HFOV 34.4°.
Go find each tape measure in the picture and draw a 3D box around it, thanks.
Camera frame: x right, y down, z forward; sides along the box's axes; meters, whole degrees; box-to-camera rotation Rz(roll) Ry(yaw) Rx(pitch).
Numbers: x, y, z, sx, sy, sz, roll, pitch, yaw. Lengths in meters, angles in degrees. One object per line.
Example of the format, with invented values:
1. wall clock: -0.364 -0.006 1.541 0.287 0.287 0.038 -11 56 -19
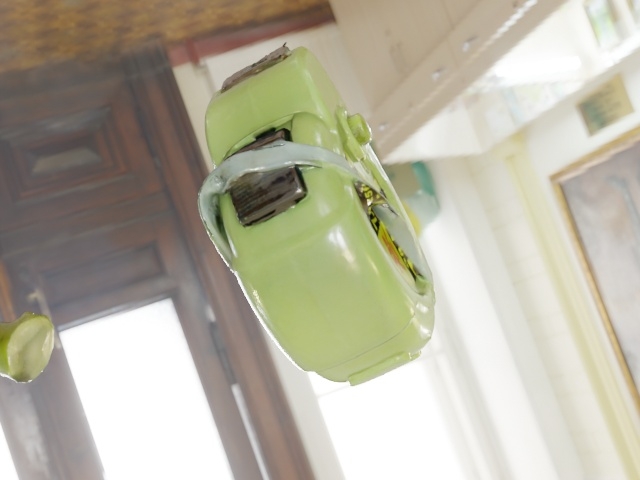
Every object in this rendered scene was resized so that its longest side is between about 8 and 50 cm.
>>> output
1. tape measure: 0.000 0.000 0.623 0.106 0.200 0.175 -24 -158 14

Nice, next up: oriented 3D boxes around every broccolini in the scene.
1. broccolini: -0.279 0.053 0.708 0.392 0.079 0.074 5 -141 44
